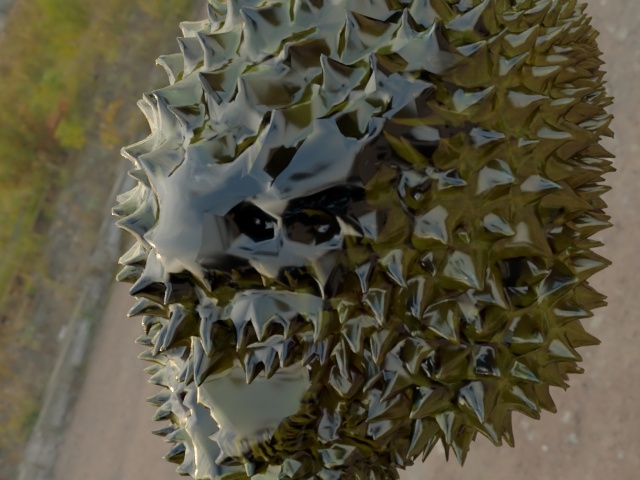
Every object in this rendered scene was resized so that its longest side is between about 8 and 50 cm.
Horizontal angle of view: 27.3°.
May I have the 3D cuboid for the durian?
[{"bbox_3d":[0.000,0.000,0.449,0.193,0.138,0.237,-2,73,25],"label":"durian"}]
